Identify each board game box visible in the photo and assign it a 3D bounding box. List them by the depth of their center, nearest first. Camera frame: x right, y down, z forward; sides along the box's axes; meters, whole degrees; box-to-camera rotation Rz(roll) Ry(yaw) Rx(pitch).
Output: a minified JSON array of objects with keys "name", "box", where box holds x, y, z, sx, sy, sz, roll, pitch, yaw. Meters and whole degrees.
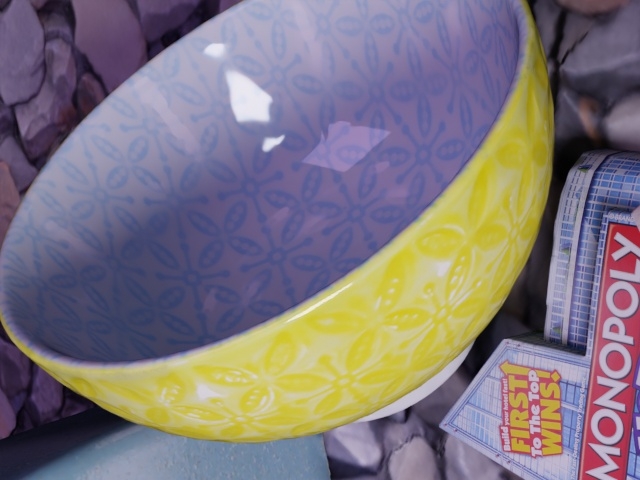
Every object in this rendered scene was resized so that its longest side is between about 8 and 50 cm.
[{"name":"board game box","box":[0.152,0.058,0.544,0.194,0.060,0.194,10,101,40]}]

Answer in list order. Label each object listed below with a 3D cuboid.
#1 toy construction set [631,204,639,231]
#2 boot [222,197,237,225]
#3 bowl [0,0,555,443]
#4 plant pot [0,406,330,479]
[{"name":"toy construction set","box":[0.208,0.099,0.360,0.237,0.257,0.309,-42,75,36]},{"name":"boot","box":[-0.076,-0.044,0.748,0.114,0.037,0.106,-7,75,60]},{"name":"bowl","box":[0.000,0.000,0.590,0.289,0.289,0.156,2,138,42]},{"name":"plant pot","box":[-0.153,0.233,0.705,0.248,0.252,0.247,-17,83,42]}]
